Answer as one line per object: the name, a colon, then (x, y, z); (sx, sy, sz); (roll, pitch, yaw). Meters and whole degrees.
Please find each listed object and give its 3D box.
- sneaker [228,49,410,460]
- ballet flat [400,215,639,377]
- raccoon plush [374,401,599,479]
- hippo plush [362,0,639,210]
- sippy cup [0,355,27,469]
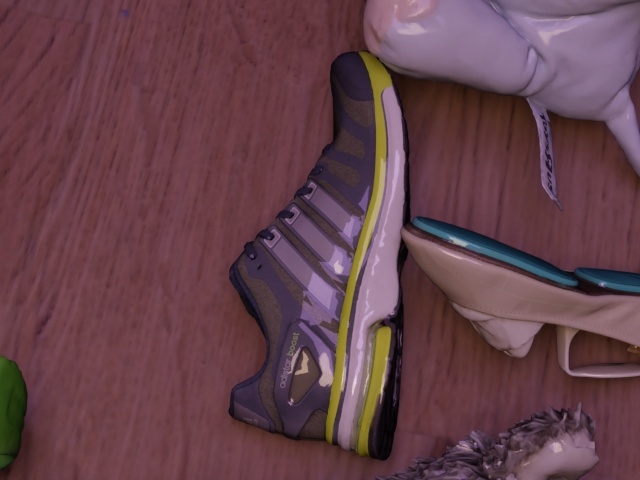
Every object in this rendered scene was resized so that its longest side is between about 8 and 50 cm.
sneaker: (0.000, 0.000, 1.040); (0.121, 0.111, 0.300); (3, 66, 5)
ballet flat: (0.160, 0.049, 1.010); (0.248, 0.086, 0.086); (13, 67, -20)
raccoon plush: (-0.029, 0.158, 0.867); (0.446, 0.216, 0.299); (39, 66, -17)
hippo plush: (0.170, -0.204, 1.016); (0.234, 0.236, 0.294); (-4, 63, -34)
sippy cup: (-0.357, 0.091, 0.928); (0.305, 0.224, 0.240); (-28, 73, -13)
